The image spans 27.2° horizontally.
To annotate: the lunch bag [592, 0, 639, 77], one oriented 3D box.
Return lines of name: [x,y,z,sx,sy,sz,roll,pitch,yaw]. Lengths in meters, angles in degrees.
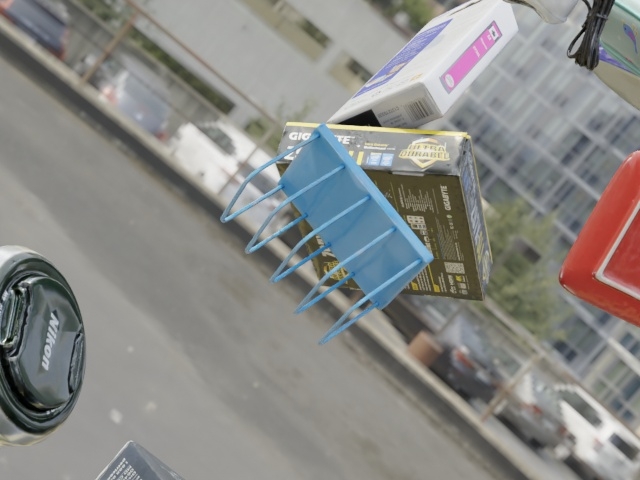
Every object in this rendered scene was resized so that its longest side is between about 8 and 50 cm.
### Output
lunch bag: [0.442,-0.265,1.405,0.224,0.279,0.108,53,-13,57]

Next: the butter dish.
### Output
butter dish: [0.329,-0.003,1.348,0.160,0.160,0.118,25,11,-12]

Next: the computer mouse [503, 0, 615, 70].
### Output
computer mouse: [0.196,-0.201,1.054,0.042,0.106,0.193,32,14,33]

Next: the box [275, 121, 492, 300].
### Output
box: [0.098,-0.035,1.868,0.257,0.079,0.322,6,-32,18]

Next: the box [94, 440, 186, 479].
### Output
box: [-0.099,0.417,1.314,0.293,0.212,0.395,43,-9,-25]

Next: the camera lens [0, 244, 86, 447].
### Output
camera lens: [-0.417,0.126,1.477,0.219,0.274,0.219,-7,90,-69]

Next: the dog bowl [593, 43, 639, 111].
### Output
dog bowl: [0.485,-0.207,1.729,0.265,0.104,0.265,34,4,-3]

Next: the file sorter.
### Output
file sorter: [0.000,0.000,1.290,0.170,0.104,0.118,51,-33,8]

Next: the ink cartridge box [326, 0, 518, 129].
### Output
ink cartridge box: [0.166,-0.256,1.905,0.069,0.176,0.371,56,42,-16]
